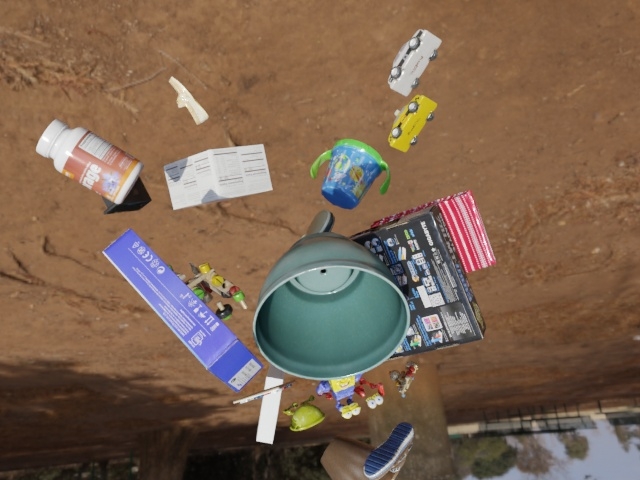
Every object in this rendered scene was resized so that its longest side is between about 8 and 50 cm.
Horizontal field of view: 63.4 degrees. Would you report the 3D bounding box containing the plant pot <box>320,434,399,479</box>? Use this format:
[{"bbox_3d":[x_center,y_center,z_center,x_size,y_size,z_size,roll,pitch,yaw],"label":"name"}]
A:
[{"bbox_3d":[0.122,0.760,1.717,0.230,0.216,0.215,30,173,21],"label":"plant pot"}]

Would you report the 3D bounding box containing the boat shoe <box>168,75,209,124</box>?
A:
[{"bbox_3d":[-0.433,-0.447,1.667,0.059,0.170,0.063,-41,-164,-1],"label":"boat shoe"}]

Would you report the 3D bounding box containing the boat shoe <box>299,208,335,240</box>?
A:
[{"bbox_3d":[-0.001,0.004,1.949,0.112,0.127,0.340,20,140,-14],"label":"boat shoe"}]

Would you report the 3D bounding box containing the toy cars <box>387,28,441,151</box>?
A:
[{"bbox_3d":[0.275,-0.464,1.612,0.176,0.087,0.394,-24,138,-16],"label":"toy cars"}]

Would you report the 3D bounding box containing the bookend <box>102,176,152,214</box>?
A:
[{"bbox_3d":[-0.659,-0.174,1.688,0.072,0.156,0.157,-30,176,24],"label":"bookend"}]

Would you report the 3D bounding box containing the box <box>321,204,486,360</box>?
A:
[{"bbox_3d":[0.172,0.109,1.143,0.293,0.296,0.073,-21,-173,29],"label":"box"}]

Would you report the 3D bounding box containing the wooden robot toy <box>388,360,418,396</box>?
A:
[{"bbox_3d":[0.265,0.436,1.699,0.078,0.076,0.173,19,-150,20],"label":"wooden robot toy"}]

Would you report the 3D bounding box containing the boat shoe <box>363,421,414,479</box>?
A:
[{"bbox_3d":[0.180,0.539,1.290,0.183,0.066,0.066,-32,-156,-35],"label":"boat shoe"}]

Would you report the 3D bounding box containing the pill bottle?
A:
[{"bbox_3d":[-0.543,-0.189,1.226,0.216,0.121,0.121,31,149,-17],"label":"pill bottle"}]

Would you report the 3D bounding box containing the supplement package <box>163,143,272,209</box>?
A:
[{"bbox_3d":[-0.315,-0.193,1.590,0.261,0.145,0.203,-5,-172,45],"label":"supplement package"}]

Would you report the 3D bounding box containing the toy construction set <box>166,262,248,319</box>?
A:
[{"bbox_3d":[-0.431,0.145,1.754,0.257,0.237,0.309,-32,-158,-8],"label":"toy construction set"}]

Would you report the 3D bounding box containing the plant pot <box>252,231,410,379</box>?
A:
[{"bbox_3d":[0.013,0.105,1.035,0.292,0.196,0.293,-3,126,-4],"label":"plant pot"}]

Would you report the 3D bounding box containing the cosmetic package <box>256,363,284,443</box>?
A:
[{"bbox_3d":[-0.164,0.539,1.720,0.060,0.239,0.099,9,-166,-2],"label":"cosmetic package"}]

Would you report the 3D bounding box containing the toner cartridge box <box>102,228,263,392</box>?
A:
[{"bbox_3d":[-0.266,0.132,1.001,0.075,0.347,0.165,-43,151,-15],"label":"toner cartridge box"}]

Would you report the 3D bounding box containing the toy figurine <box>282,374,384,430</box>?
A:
[{"bbox_3d":[0.033,0.480,1.793,0.362,0.218,0.191,-15,-163,-20],"label":"toy figurine"}]

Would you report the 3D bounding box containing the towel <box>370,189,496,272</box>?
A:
[{"bbox_3d":[0.279,0.007,1.314,0.274,0.199,0.031,-19,-177,24],"label":"towel"}]

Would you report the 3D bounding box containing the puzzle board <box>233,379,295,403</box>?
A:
[{"bbox_3d":[-0.109,0.306,1.042,0.096,0.011,0.128,-20,167,7],"label":"puzzle board"}]

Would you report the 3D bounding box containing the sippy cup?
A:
[{"bbox_3d":[0.117,-0.260,2.144,0.240,0.224,0.305,36,157,-26],"label":"sippy cup"}]
